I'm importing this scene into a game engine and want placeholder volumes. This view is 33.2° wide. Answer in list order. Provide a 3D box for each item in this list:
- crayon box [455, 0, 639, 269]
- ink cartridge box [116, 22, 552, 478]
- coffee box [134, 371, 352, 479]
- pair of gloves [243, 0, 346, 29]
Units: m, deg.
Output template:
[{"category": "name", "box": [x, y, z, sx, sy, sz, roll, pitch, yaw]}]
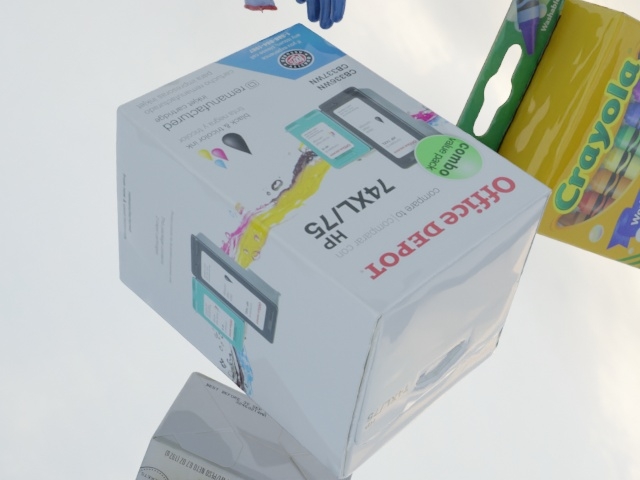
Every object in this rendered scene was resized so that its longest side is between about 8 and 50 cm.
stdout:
[{"category": "crayon box", "box": [0.280, -0.089, 0.999, 0.323, 0.203, 0.083, 16, -167, -34]}, {"category": "ink cartridge box", "box": [0.000, 0.000, 0.848, 0.270, 0.197, 0.198, 38, -129, 26]}, {"category": "coffee box", "box": [-0.104, 0.292, 0.968, 0.168, 0.297, 0.119, 24, -154, 2]}, {"category": "pair of gloves", "box": [-0.030, -0.275, 0.966, 0.023, 0.198, 0.159, -22, -62, -32]}]
